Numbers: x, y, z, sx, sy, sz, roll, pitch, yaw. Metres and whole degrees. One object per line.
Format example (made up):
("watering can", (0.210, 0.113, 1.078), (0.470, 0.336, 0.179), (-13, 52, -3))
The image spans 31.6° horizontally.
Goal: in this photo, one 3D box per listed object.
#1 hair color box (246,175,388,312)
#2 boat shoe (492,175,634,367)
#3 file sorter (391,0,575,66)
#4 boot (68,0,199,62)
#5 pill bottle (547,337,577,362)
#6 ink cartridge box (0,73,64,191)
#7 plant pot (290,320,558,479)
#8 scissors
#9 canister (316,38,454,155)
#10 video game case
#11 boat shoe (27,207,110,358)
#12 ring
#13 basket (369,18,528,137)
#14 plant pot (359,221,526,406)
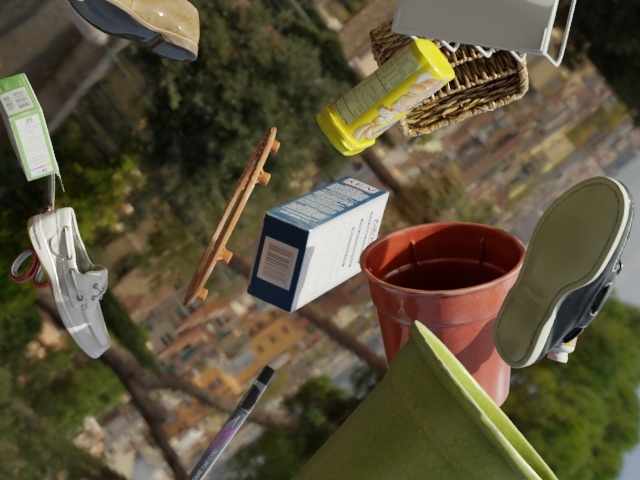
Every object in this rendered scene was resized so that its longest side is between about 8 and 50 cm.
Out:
("hair color box", (0.000, 0.000, 2.194), (0.347, 0.105, 0.173), (-26, 135, -59))
("boat shoe", (0.365, 0.046, 1.604), (0.113, 0.127, 0.340), (-5, 130, -33))
("file sorter", (0.300, -0.427, 2.011), (0.173, 0.278, 0.192), (10, 93, -68))
("boot", (-0.378, -0.473, 2.308), (0.305, 0.115, 0.112), (21, 161, -38))
("pill bottle", (0.379, 0.146, 1.762), (0.043, 0.043, 0.083), (1, 103, -80))
("ink cartridge box", (-0.523, -0.183, 2.029), (0.062, 0.109, 0.209), (-21, 142, -15))
("plant pot", (0.096, 0.271, 1.196), (0.254, 0.276, 0.276), (-41, 174, 5))
("scissors", (-0.514, -0.041, 2.161), (0.109, 0.297, 0.021), (0, 151, 24))
("canister", (0.090, -0.194, 1.518), (0.170, 0.073, 0.126), (-37, 177, 19))
("video game case", (-0.177, 0.351, 1.910), (0.274, 0.026, 0.196), (-55, 179, 17))
("boat shoe", (-0.420, 0.074, 1.990), (0.096, 0.277, 0.098), (-20, -166, 5))
("ring", (-0.145, -0.036, 1.896), (0.336, 0.032, 0.336), (-62, -172, 16))
("basket", (0.274, -0.375, 2.374), (0.299, 0.223, 0.213), (-18, 173, 3))
("plant pot", (0.210, 0.143, 1.897), (0.273, 0.265, 0.272), (-5, -156, 2))
